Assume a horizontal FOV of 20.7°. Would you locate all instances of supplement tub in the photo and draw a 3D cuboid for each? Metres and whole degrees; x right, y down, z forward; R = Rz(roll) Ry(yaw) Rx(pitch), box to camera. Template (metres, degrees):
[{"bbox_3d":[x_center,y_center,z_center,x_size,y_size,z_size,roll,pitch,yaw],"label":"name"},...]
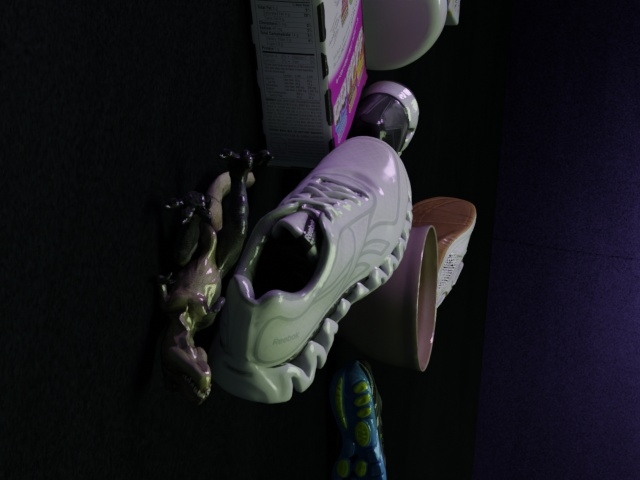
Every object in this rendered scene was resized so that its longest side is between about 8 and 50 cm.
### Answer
[{"bbox_3d":[0.066,-0.278,1.743,0.200,0.144,0.144,-73,163,-51],"label":"supplement tub"}]

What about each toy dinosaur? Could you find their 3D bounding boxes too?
[{"bbox_3d":[-0.081,-0.004,1.305,0.268,0.064,0.118,-75,178,-47],"label":"toy dinosaur"}]

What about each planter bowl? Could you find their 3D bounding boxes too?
[{"bbox_3d":[0.067,0.060,1.938,0.162,0.109,0.162,4,90,-79],"label":"planter bowl"}]

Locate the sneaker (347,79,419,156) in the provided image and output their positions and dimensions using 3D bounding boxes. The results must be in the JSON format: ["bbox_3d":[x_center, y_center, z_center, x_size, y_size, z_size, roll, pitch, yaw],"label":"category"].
[{"bbox_3d":[0.023,-0.040,1.702,0.234,0.078,0.106,-69,170,27],"label":"sneaker"}]

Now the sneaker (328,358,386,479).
[{"bbox_3d":[0.048,0.221,2.002,0.078,0.067,0.188,-51,140,-61],"label":"sneaker"}]

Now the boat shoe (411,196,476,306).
[{"bbox_3d":[0.142,0.033,2.366,0.277,0.098,0.096,-54,147,-54],"label":"boat shoe"}]

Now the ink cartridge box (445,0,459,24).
[{"bbox_3d":[0.139,-0.360,2.271,0.175,0.072,0.127,25,68,-77],"label":"ink cartridge box"}]

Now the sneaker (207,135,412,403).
[{"bbox_3d":[0.000,0.000,1.451,0.118,0.110,0.292,89,23,-44],"label":"sneaker"}]

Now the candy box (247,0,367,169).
[{"bbox_3d":[-0.011,-0.201,1.567,0.159,0.071,0.233,-72,163,-50],"label":"candy box"}]
